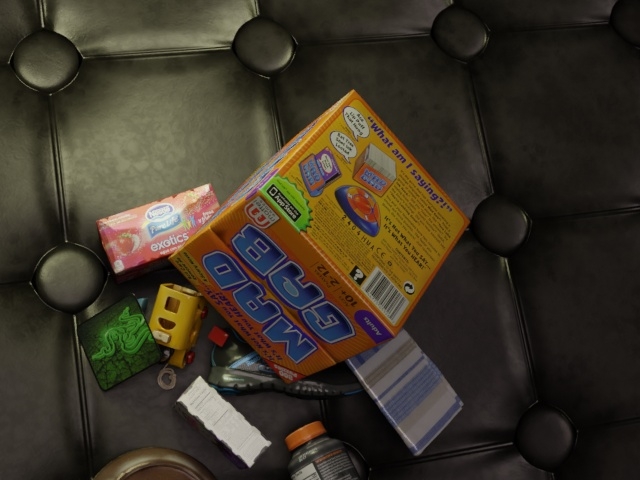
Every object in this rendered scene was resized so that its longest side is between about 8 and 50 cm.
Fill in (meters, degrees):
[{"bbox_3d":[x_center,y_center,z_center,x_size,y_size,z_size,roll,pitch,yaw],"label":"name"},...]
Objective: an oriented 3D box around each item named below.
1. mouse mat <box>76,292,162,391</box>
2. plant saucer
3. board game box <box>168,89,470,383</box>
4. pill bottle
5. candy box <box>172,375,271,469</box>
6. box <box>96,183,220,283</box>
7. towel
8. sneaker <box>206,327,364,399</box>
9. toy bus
[{"bbox_3d":[-0.415,0.210,1.804,0.189,0.007,0.153,-30,81,27],"label":"mouse mat"},{"bbox_3d":[-0.321,0.559,1.743,0.310,0.050,0.311,9,63,-19],"label":"plant saucer"},{"bbox_3d":[0.000,0.000,1.742,0.356,0.356,0.356,47,49,-9],"label":"board game box"},{"bbox_3d":[0.017,0.499,1.815,0.130,0.130,0.246,-22,70,-16],"label":"pill bottle"},{"bbox_3d":[-0.204,0.373,1.792,0.196,0.165,0.070,42,70,1],"label":"candy box"},{"bbox_3d":[-0.335,-0.013,1.879,0.256,0.128,0.123,-20,81,-15],"label":"box"},{"bbox_3d":[0.175,0.304,1.914,0.285,0.034,0.209,52,44,3],"label":"towel"},{"bbox_3d":[-0.064,0.263,1.871,0.340,0.125,0.140,8,72,-11],"label":"sneaker"},{"bbox_3d":[-0.307,0.187,1.812,0.191,0.104,0.202,-29,83,10],"label":"toy bus"}]
